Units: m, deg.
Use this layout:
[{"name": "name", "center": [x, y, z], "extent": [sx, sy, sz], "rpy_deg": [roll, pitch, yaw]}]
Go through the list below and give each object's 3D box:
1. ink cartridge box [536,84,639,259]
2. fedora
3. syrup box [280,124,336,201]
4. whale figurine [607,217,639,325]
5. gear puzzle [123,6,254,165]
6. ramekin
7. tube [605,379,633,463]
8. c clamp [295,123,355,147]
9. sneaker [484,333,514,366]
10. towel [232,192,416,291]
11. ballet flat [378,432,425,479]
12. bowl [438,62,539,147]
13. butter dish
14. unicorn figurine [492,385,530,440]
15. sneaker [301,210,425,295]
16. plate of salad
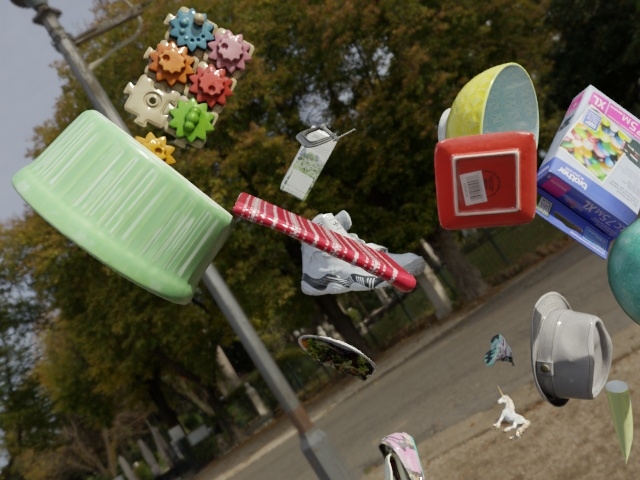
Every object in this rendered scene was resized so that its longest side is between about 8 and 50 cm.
[{"name": "ink cartridge box", "center": [0.517, -0.134, 1.093], "extent": [0.311, 0.186, 0.065], "rpy_deg": [-55, 1, -27]}, {"name": "fedora", "center": [0.600, 0.262, 1.374], "extent": [0.244, 0.275, 0.124], "rpy_deg": [-2, 1, -44]}, {"name": "syrup box", "center": [-0.041, -0.259, 1.962], "extent": [0.237, 0.093, 0.096], "rpy_deg": [-61, 9, 12]}, {"name": "whale figurine", "center": [0.511, 0.018, 0.746], "extent": [0.272, 0.216, 0.141], "rpy_deg": [-32, -14, 24]}, {"name": "gear puzzle", "center": [-0.262, -0.270, 1.078], "extent": [0.339, 0.175, 0.044], "rpy_deg": [-65, 12, -13]}, {"name": "ramekin", "center": [-0.274, -0.054, 0.868], "extent": [0.148, 0.303, 0.303], "rpy_deg": [-52, -7, -4]}, {"name": "tube", "center": [0.872, 0.521, 1.690], "extent": [0.070, 0.240, 0.062], "rpy_deg": [-21, 17, -8]}, {"name": "c clamp", "center": [0.005, -0.293, 1.629], "extent": [0.137, 0.022, 0.161], "rpy_deg": [-28, 32, -11]}, {"name": "sneaker", "center": [0.411, 0.264, 1.321], "extent": [0.038, 0.069, 0.098], "rpy_deg": [-40, 7, 46]}, {"name": "towel", "center": [0.000, 0.000, 0.876], "extent": [0.199, 0.275, 0.031], "rpy_deg": [-127, 60, -80]}, {"name": "ballet flat", "center": [0.154, 0.434, 0.981], "extent": [0.079, 0.221, 0.077], "rpy_deg": [-5, -35, -28]}, {"name": "bowl", "center": [0.363, -0.246, 1.327], "extent": [0.156, 0.289, 0.289], "rpy_deg": [9, 25, 43]}, {"name": "butter dish", "center": [0.275, -0.112, 0.992], "extent": [0.160, 0.160, 0.118], "rpy_deg": [-5, 23, 11]}, {"name": "unicorn figurine", "center": [0.598, 0.561, 1.856], "extent": [0.111, 0.162, 0.060], "rpy_deg": [-44, -48, -12]}, {"name": "sneaker", "center": [0.086, 0.022, 1.516], "extent": [0.366, 0.210, 0.137], "rpy_deg": [-11, 1, 36]}, {"name": "plate of salad", "center": [0.036, 0.277, 1.358], "extent": [0.048, 0.200, 0.200], "rpy_deg": [-65, 7, -27]}]
